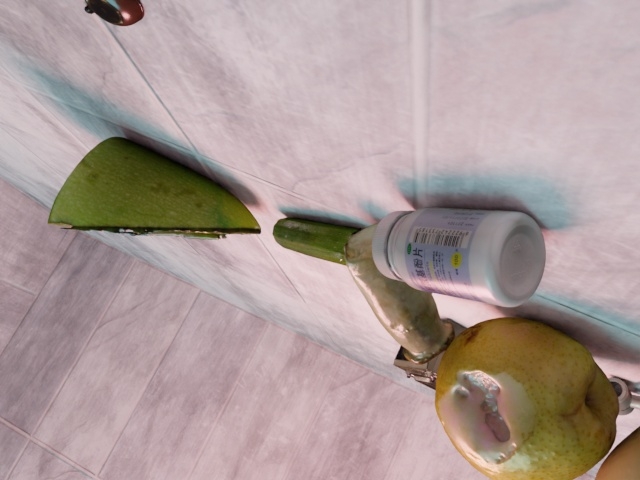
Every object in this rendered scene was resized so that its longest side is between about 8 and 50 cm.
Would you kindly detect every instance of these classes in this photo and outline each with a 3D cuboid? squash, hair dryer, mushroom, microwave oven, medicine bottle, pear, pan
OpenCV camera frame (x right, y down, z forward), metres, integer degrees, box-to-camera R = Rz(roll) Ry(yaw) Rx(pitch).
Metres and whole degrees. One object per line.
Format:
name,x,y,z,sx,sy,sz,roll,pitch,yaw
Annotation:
squash,-0.276,-0.034,1.123,0.309,0.210,0.233,31,178,2
hair dryer,0.555,0.278,1.054,0.137,0.047,0.082,8,157,38
mushroom,0.129,0.092,0.980,0.312,0.100,0.081,55,177,-40
squash,0.000,0.000,1.030,0.229,0.066,0.066,13,160,48
microwave oven,0.268,0.259,1.329,0.163,0.129,0.205,30,166,-6
medicine bottle,0.153,0.013,0.714,0.103,0.102,0.187,37,163,-34
pear,0.313,0.245,0.951,0.271,0.271,0.271,25,166,7
pan,-0.231,-0.246,0.653,0.068,0.023,0.115,36,163,-35

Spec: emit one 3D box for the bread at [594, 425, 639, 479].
bread,0.562,0.368,0.866,0.348,0.253,0.376,-29,141,17
